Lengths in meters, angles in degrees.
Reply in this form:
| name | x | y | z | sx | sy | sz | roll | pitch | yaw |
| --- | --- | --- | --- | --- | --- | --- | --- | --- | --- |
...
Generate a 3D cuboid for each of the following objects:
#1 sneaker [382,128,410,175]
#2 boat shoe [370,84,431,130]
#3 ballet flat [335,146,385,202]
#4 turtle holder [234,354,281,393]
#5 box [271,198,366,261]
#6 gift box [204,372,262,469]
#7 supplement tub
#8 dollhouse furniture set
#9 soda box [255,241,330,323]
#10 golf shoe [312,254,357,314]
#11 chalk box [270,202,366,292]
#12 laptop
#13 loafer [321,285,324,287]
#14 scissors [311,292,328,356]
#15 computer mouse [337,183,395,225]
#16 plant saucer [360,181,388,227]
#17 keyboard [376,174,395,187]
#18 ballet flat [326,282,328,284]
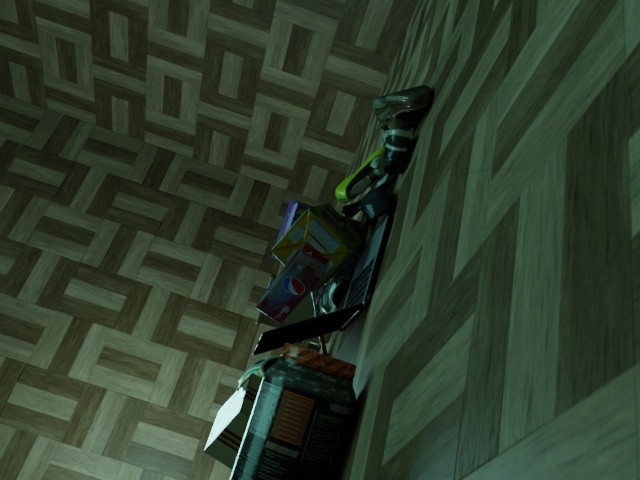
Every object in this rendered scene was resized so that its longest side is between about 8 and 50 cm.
| name | x | y | z | sx | sy | sz | roll | pitch | yaw |
| --- | --- | --- | --- | --- | --- | --- | --- | --- | --- |
| sneaker | 0.204 | -0.241 | 1.968 | 0.217 | 0.079 | 0.121 | -17 | -63 | -86 |
| boat shoe | 0.238 | -0.366 | 1.984 | 0.324 | 0.123 | 0.116 | -144 | 39 | -78 |
| ballet flat | 0.142 | -0.188 | 2.029 | 0.231 | 0.077 | 0.077 | -41 | 17 | -12 |
| turtle holder | -0.217 | 0.560 | 2.627 | 0.243 | 0.320 | 0.227 | 57 | 139 | 40 |
| box | 0.000 | 0.000 | 2.299 | 0.057 | 0.293 | 0.201 | 26 | 98 | 56 |
| gift box | -0.193 | 0.628 | 2.319 | 0.276 | 0.258 | 0.255 | -48 | 12 | 27 |
| supplement tub | -0.050 | 0.399 | 1.466 | 0.207 | 0.207 | 0.338 | 127 | 162 | -80 |
| dollhouse furniture set | -0.073 | 0.210 | 2.538 | 0.394 | 0.256 | 0.362 | -90 | 19 | -80 |
| soda box | -0.078 | 0.122 | 1.935 | 0.263 | 0.092 | 0.083 | -50 | 9 | 45 |
| golf shoe | 0.073 | 0.116 | 2.250 | 0.120 | 0.105 | 0.273 | -6 | 65 | 63 |
| chalk box | 0.008 | 0.011 | 2.106 | 0.179 | 0.180 | 0.289 | -47 | -5 | 16 |
| laptop | -0.002 | 0.133 | 1.928 | 0.382 | 0.236 | 0.408 | 119 | 169 | -71 |
| loafer | -0.008 | 0.206 | 2.803 | 0.062 | 0.061 | 0.170 | 109 | 152 | -56 |
| scissors | -0.012 | 0.241 | 2.187 | 0.109 | 0.021 | 0.297 | -101 | -2 | -74 |
| computer mouse | 0.117 | -0.098 | 1.974 | 0.184 | 0.060 | 0.262 | -33 | 11 | 10 |
| plant saucer | 0.175 | -0.128 | 2.204 | 0.198 | 0.036 | 0.199 | -161 | 90 | -87 |
| keyboard | 0.216 | -0.262 | 2.156 | 0.072 | 0.014 | 0.256 | -27 | 32 | 36 |
| ballet flat | 0.047 | 0.109 | 2.835 | 0.241 | 0.091 | 0.077 | 106 | 151 | -62 |
